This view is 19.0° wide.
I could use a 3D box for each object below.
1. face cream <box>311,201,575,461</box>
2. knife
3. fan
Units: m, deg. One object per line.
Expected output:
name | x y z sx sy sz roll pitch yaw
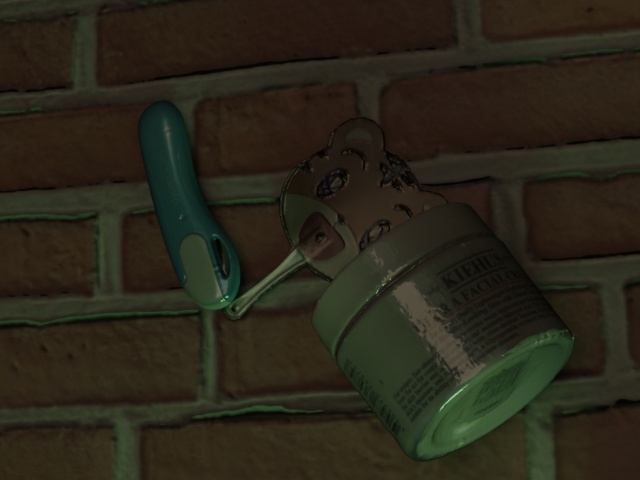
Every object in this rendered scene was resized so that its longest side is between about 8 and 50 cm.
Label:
face cream | 0.105 0.079 1.623 0.177 0.177 0.153 -41 69 6
knife | -0.126 -0.034 1.811 0.064 0.031 0.222 -26 67 16
fan | 0.000 0.000 1.770 0.226 0.008 0.152 -41 69 6
